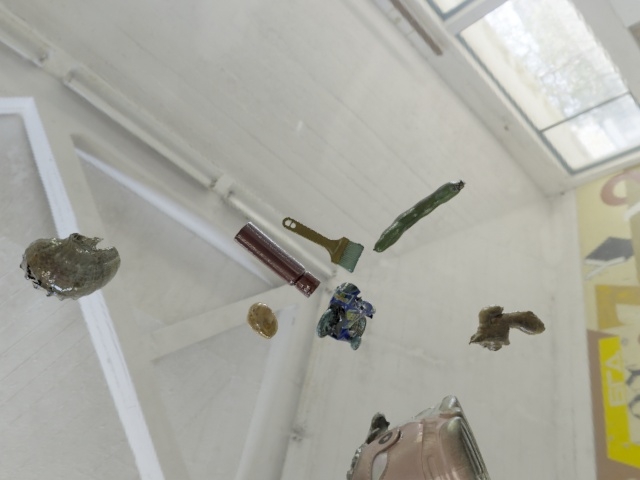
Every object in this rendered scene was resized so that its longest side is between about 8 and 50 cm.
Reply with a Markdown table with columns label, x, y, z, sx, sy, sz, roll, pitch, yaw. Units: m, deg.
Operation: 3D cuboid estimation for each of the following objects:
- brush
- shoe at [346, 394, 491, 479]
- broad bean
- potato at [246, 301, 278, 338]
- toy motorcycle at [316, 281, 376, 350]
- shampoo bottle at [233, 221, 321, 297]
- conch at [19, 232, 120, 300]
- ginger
| label | x | y | z | sx | sy | sz | roll | pitch | yaw |
| --- | --- | --- | --- | --- | --- | --- | --- | --- | --- |
| brush | 0.000 | 0.000 | 1.441 | 0.218 | 0.010 | 0.082 | 27 | -116 | 5 |
| shoe | 0.152 | 0.348 | 0.902 | 0.351 | 0.198 | 0.172 | 55 | -164 | -66 |
| broad bean | 0.257 | -0.072 | 1.489 | 0.049 | 0.292 | 0.144 | 51 | -159 | -1 |
| potato | -0.131 | 0.182 | 1.297 | 0.083 | 0.068 | 0.062 | 43 | -138 | -2 |
| toy motorcycle | 0.080 | 0.208 | 1.618 | 0.169 | 0.113 | 0.315 | -66 | -27 | -2 |
| shampoo bottle | -0.116 | 0.054 | 1.579 | 0.260 | 0.064 | 0.102 | 39 | -166 | -1 |
| conch | -0.455 | 0.041 | 1.068 | 0.155 | 0.207 | 0.130 | 14 | -129 | -59 |
| ginger | 0.529 | 0.255 | 1.633 | 0.214 | 0.059 | 0.133 | 11 | -93 | -6 |
